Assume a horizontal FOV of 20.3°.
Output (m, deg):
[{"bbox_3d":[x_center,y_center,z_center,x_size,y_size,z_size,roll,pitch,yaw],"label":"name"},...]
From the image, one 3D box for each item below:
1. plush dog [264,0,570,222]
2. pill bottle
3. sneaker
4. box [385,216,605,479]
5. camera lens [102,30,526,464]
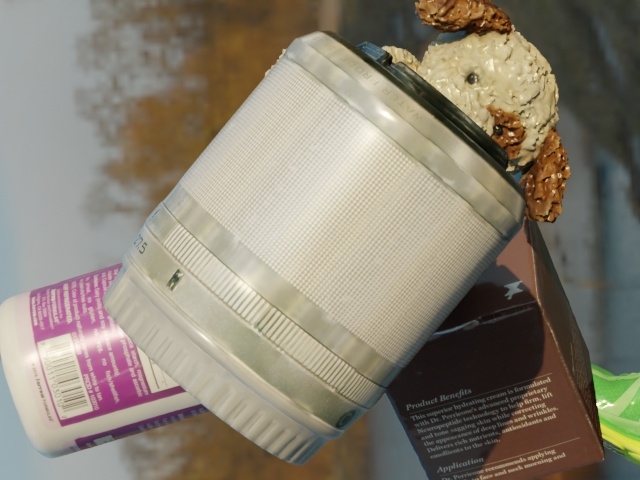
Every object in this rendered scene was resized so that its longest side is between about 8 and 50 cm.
[{"bbox_3d":[0.105,-0.099,1.589,0.262,0.225,0.210,62,-160,-10],"label":"plush dog"},{"bbox_3d":[-0.154,0.096,1.777,0.169,0.301,0.169,164,90,-89],"label":"pill bottle"},{"bbox_3d":[0.360,0.177,1.858,0.123,0.295,0.109,-62,-16,-7],"label":"sneaker"},{"bbox_3d":[0.155,0.107,1.691,0.167,0.168,0.203,-86,-25,-55],"label":"box"},{"bbox_3d":[0.000,0.000,1.330,0.274,0.219,0.219,-51,3,2],"label":"camera lens"}]
